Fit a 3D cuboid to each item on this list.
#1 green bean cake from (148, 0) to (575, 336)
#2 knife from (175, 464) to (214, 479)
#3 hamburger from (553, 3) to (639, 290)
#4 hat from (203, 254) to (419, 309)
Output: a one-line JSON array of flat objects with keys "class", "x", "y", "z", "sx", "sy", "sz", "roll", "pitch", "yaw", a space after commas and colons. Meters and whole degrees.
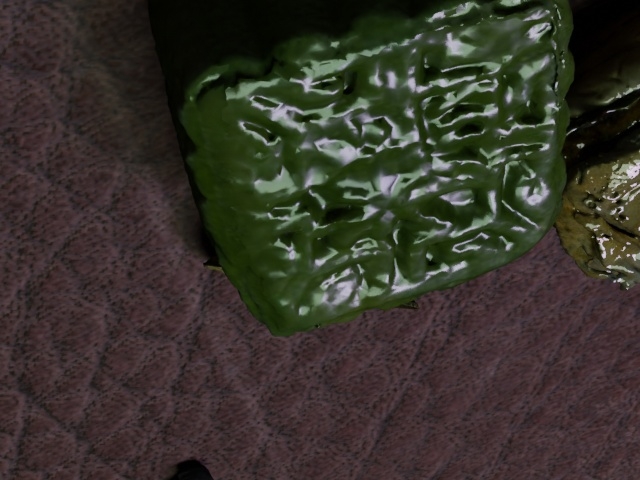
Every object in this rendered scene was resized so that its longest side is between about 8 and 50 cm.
[{"class": "green bean cake", "x": 0.028, "y": -0.065, "z": 1.111, "sx": 0.222, "sy": 0.125, "sz": 0.248, "roll": -17, "pitch": 141, "yaw": -7}, {"class": "knife", "x": -0.171, "y": 0.249, "z": 1.564, "sx": 0.072, "sy": 0.019, "sz": 0.245, "roll": 10, "pitch": 138, "yaw": -36}, {"class": "hamburger", "x": 0.215, "y": -0.081, "z": 1.226, "sx": 0.206, "sy": 0.130, "sz": 0.183, "roll": -42, "pitch": 147, "yaw": -2}, {"class": "hat", "x": 0.000, "y": 0.000, "z": 1.266, "sx": 0.146, "sy": 0.067, "sz": 0.146, "roll": 11, "pitch": 176, "yaw": 1}]
